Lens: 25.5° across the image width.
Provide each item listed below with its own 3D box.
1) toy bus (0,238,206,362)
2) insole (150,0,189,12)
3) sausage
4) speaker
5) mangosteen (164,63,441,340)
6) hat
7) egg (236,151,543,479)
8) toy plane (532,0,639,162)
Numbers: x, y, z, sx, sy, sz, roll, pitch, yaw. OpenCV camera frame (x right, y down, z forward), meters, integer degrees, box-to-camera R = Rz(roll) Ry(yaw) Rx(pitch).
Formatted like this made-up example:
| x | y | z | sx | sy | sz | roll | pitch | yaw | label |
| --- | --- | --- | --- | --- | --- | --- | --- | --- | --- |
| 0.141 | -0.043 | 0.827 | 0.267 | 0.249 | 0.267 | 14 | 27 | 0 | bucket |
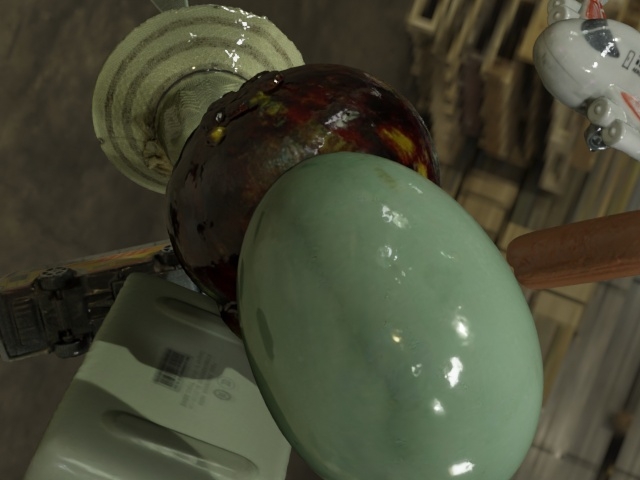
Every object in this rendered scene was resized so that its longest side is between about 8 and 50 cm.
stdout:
| x | y | z | sx | sy | sz | roll | pitch | yaw | label |
| --- | --- | --- | --- | --- | --- | --- | --- | --- | --- |
| -0.195 | 0.050 | 1.433 | 0.106 | 0.268 | 0.092 | -115 | -167 | -74 | toy bus |
| -0.255 | -0.408 | 1.991 | 0.080 | 0.232 | 0.003 | -28 | -171 | 45 | insole |
| 0.368 | 0.013 | 1.890 | 0.086 | 0.289 | 0.086 | 10 | 74 | -39 | sausage |
| -0.135 | 0.181 | 1.187 | 0.406 | 0.184 | 0.183 | -78 | -166 | -69 | speaker |
| 0.000 | 0.000 | 1.157 | 0.231 | 0.231 | 0.289 | -39 | 111 | -63 | mangosteen |
| -0.116 | -0.119 | 1.521 | 0.110 | 0.252 | 0.252 | -109 | -156 | -52 | hat |
| 0.039 | 0.055 | 0.850 | 0.168 | 0.231 | 0.168 | -27 | 175 | -3 | egg |
| 0.338 | -0.181 | 1.584 | 0.118 | 0.252 | 0.252 | -43 | -178 | 34 | toy plane |
